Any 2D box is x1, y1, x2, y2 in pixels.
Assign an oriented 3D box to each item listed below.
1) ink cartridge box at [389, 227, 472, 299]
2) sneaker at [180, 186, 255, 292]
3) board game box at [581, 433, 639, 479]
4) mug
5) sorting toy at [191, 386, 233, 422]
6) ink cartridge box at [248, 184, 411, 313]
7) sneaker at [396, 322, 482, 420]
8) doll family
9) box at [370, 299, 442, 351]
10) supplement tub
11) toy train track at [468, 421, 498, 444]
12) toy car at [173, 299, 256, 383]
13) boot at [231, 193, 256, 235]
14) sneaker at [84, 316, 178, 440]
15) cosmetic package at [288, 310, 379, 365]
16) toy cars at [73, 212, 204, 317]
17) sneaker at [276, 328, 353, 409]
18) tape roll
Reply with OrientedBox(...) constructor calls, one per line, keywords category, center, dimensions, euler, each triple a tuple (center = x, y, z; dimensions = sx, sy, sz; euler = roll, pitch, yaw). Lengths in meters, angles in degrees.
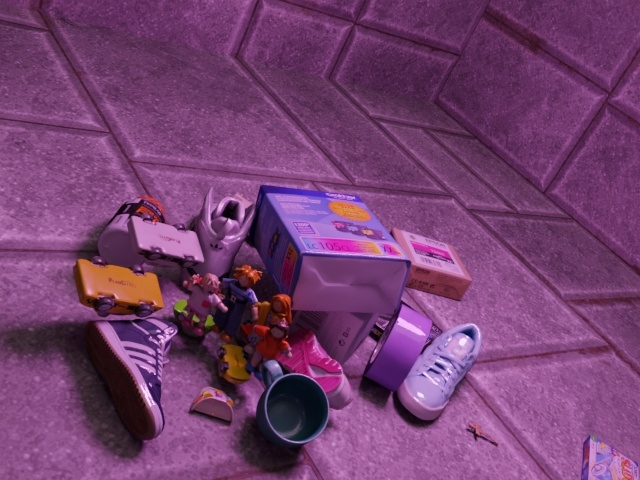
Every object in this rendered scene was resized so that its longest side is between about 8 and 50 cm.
OrientedBox(category="ink cartridge box", center=(0.322, 0.071, 2.216), dimensions=(0.234, 0.088, 0.193), euler=(15, 31, -22))
OrientedBox(category="sneaker", center=(-0.238, -0.041, 1.767), dimensions=(0.137, 0.210, 0.366), euler=(21, 27, -12))
OrientedBox(category="board game box", center=(0.701, 0.571, 1.745), dimensions=(0.136, 0.035, 0.201), euler=(32, 27, 8))
OrientedBox(category="mug", center=(-0.058, 0.317, 1.389), dimensions=(0.129, 0.097, 0.158), euler=(9, 64, -16))
OrientedBox(category="sorting toy", center=(-0.202, 0.306, 1.394), dimensions=(0.083, 0.045, 0.075), euler=(21, 9, -13))
OrientedBox(category="ink cartridge box", center=(0.000, 0.000, 1.674), dimensions=(0.269, 0.151, 0.395), euler=(5, 25, -24))
OrientedBox(category="sneaker", center=(0.295, 0.291, 1.740), dimensions=(0.135, 0.150, 0.366), euler=(33, 27, 12))
OrientedBox(category="doll family", center=(-0.149, 0.142, 1.460), dimensions=(0.262, 0.163, 0.118), euler=(32, 27, 10))
OrientedBox(category="box", center=(0.206, 0.225, 1.891), dimensions=(0.184, 0.045, 0.190), euler=(40, 29, 17))
OrientedBox(category="supplement tub", center=(-0.429, -0.023, 1.666), dimensions=(0.116, 0.117, 0.190), euler=(24, 28, -8))
OrientedBox(category="toy train track", center=(0.378, 0.453, 1.685), dimensions=(0.083, 0.014, 0.048), euler=(33, 20, -1))
OrientedBox(category="toy car", center=(-0.217, 0.202, 1.537), dimensions=(0.224, 0.053, 0.239), euler=(29, 26, 5))
OrientedBox(category="boot", center=(-0.172, -0.073, 2.034), dimensions=(0.165, 0.077, 0.213), euler=(34, 30, 16))
OrientedBox(category="sneaker", center=(-0.314, 0.239, 1.334), dimensions=(0.153, 0.099, 0.282), euler=(-2, 36, -42))
OrientedBox(category="cosmetic package", center=(0.045, 0.173, 1.715), dimensions=(0.151, 0.151, 0.183), euler=(33, 29, 13))
OrientedBox(category="toy cars", center=(-0.373, 0.058, 1.467), dimensions=(0.176, 0.087, 0.394), euler=(51, 26, -10))
OrientedBox(category="sneaker", center=(-0.015, 0.283, 1.544), dimensions=(0.111, 0.103, 0.252), euler=(61, -9, -32))
OrientedBox(category="tape roll", center=(0.178, 0.247, 1.666), dimensions=(0.080, 0.189, 0.189), euler=(29, 27, 2))
